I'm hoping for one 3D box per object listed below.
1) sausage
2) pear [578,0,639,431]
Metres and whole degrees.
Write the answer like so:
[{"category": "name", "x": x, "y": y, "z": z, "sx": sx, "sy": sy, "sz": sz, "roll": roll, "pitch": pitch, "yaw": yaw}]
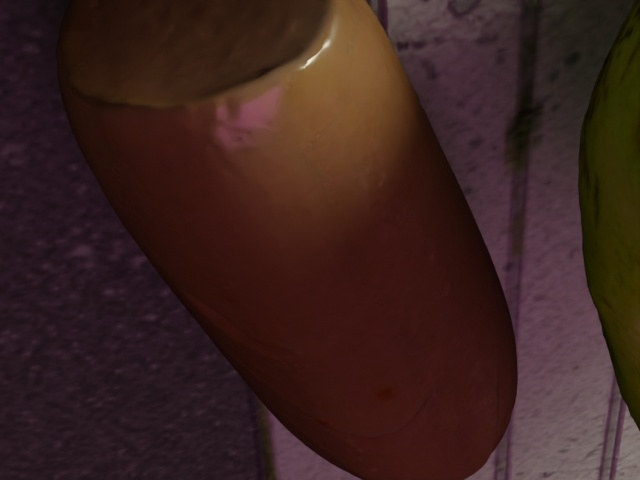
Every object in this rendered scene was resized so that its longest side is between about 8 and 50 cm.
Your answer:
[{"category": "sausage", "x": 0.000, "y": 0.000, "z": 0.745, "sx": 0.121, "sy": 0.121, "sz": 0.304, "roll": -24, "pitch": 143, "yaw": 4}, {"category": "pear", "x": 0.297, "y": -0.014, "z": 0.693, "sx": 0.391, "sy": 0.391, "sz": 0.391, "roll": -13, "pitch": 143, "yaw": -10}]
